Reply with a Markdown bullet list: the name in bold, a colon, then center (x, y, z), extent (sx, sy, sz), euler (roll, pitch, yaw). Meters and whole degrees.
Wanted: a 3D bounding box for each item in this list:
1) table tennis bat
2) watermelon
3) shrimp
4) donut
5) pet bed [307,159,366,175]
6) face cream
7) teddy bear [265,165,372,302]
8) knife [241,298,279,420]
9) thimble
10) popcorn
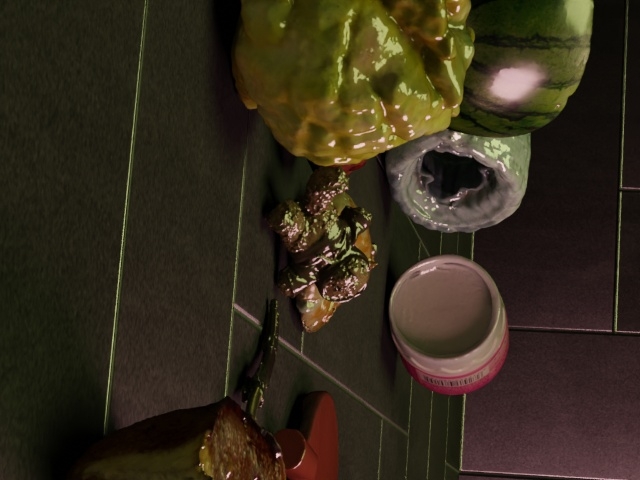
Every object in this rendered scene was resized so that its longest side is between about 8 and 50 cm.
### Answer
- **table tennis bat**: center (-0.010, 0.250, 1.711), extent (0.310, 0.038, 0.200), euler (65, 29, -69)
- **watermelon**: center (0.135, -0.261, 1.870), extent (0.189, 0.330, 0.331), euler (-14, 115, -33)
- **shrimp**: center (0.017, 0.029, 1.774), extent (0.294, 0.062, 0.154), euler (26, 77, -74)
- **donut**: center (-0.088, 0.186, 1.075), extent (0.151, 0.112, 0.295), euler (-80, 169, -46)
- **pet bed**: center (0.017, -0.156, 1.608), extent (0.201, 0.053, 0.201), euler (-176, -90, -80)
- **face cream**: center (0.192, 0.126, 2.421), extent (0.195, 0.175, 0.175), euler (69, 26, -70)
- **teddy bear**: center (-0.006, -0.005, 1.585), extent (0.119, 0.078, 0.160), euler (-40, 136, -13)
- **knife**: center (-0.057, 0.127, 1.469), extent (0.222, 0.021, 0.046), euler (-78, 167, -60)
- **thimble**: center (0.195, -0.138, 2.290), extent (0.250, 0.204, 0.172), euler (87, 10, -56)
- **popcorn**: center (0.027, -0.184, 1.382), extent (0.259, 0.212, 0.259), euler (4, 90, -87)
